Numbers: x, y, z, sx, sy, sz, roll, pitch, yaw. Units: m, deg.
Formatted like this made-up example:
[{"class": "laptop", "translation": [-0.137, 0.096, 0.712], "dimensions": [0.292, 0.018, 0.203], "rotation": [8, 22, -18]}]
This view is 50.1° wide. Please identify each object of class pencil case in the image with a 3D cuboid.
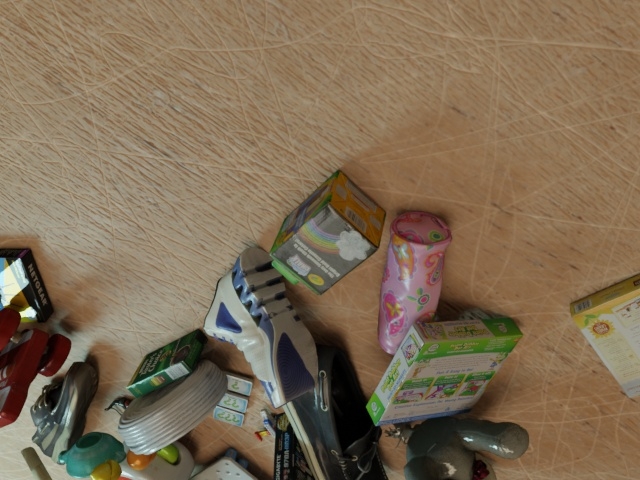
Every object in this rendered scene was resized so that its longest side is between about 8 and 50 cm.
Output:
[{"class": "pencil case", "translation": [0.177, 0.088, 1.312], "dimensions": [0.124, 0.124, 0.284], "rotation": [8, 123, 8]}]

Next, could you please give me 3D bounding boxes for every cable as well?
[{"class": "cable", "translation": [-0.322, 0.359, 1.509], "dimensions": [0.257, 0.257, 0.089], "rotation": [-27, 100, 32]}]

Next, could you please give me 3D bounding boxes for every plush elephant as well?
[{"class": "plush elephant", "translation": [0.291, 0.519, 1.458], "dimensions": [0.272, 0.330, 0.255], "rotation": [-39, 109, -18]}]

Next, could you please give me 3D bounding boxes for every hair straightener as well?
[{"class": "hair straightener", "translation": [-0.430, 0.450, 1.712], "dimensions": [0.230, 0.047, 0.089], "rotation": [8, 123, 8]}]

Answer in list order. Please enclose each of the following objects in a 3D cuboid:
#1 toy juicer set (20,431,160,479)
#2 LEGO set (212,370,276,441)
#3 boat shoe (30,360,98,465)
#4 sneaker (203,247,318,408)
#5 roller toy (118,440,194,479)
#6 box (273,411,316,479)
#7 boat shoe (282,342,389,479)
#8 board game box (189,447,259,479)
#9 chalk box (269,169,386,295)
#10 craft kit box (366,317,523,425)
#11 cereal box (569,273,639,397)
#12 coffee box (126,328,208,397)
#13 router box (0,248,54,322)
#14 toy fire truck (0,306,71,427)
[{"class": "toy juicer set", "translation": [-0.519, 0.512, 1.563], "dimensions": [0.329, 0.209, 0.090], "rotation": [-14, 111, -11]}, {"class": "LEGO set", "translation": [-0.135, 0.418, 1.623], "dimensions": [0.244, 0.060, 0.182], "rotation": [17, 127, 1]}, {"class": "boat shoe", "translation": [-0.653, 0.426, 1.698], "dimensions": [0.130, 0.132, 0.355], "rotation": [24, 122, -4]}, {"class": "sneaker", "translation": [-0.134, 0.190, 1.407], "dimensions": [0.182, 0.127, 0.316], "rotation": [-30, 76, 41]}, {"class": "roller toy", "translation": [-0.427, 0.580, 1.714], "dimensions": [0.191, 0.146, 0.209], "rotation": [2, 132, 26]}, {"class": "box", "translation": [-0.030, 0.514, 1.542], "dimensions": [0.051, 0.175, 0.220], "rotation": [-21, 130, 18]}, {"class": "boat shoe", "translation": [0.061, 0.431, 1.513], "dimensions": [0.156, 0.187, 0.500], "rotation": [-14, 113, 28]}, {"class": "board game box", "translation": [-0.226, 0.759, 1.859], "dimensions": [0.390, 0.050, 0.390], "rotation": [43, 120, -15]}, {"class": "chalk box", "translation": [0.000, 0.000, 1.287], "dimensions": [0.132, 0.132, 0.213], "rotation": [42, 122, -15]}, {"class": "craft kit box", "translation": [0.245, 0.262, 1.366], "dimensions": [0.249, 0.061, 0.247], "rotation": [1, 132, -30]}, {"class": "cereal box", "translation": [0.616, 0.184, 1.313], "dimensions": [0.173, 0.047, 0.240], "rotation": [-29, 112, 27]}, {"class": "coffee box", "translation": [-0.347, 0.279, 1.548], "dimensions": [0.184, 0.113, 0.040], "rotation": [-27, 113, 28]}, {"class": "router box", "translation": [-0.700, 0.103, 1.555], "dimensions": [0.133, 0.046, 0.179], "rotation": [-1, 122, 12]}, {"class": "toy fire truck", "translation": [-0.719, 0.313, 1.537], "dimensions": [0.302, 0.254, 0.169], "rotation": [-25, 130, 36]}]
